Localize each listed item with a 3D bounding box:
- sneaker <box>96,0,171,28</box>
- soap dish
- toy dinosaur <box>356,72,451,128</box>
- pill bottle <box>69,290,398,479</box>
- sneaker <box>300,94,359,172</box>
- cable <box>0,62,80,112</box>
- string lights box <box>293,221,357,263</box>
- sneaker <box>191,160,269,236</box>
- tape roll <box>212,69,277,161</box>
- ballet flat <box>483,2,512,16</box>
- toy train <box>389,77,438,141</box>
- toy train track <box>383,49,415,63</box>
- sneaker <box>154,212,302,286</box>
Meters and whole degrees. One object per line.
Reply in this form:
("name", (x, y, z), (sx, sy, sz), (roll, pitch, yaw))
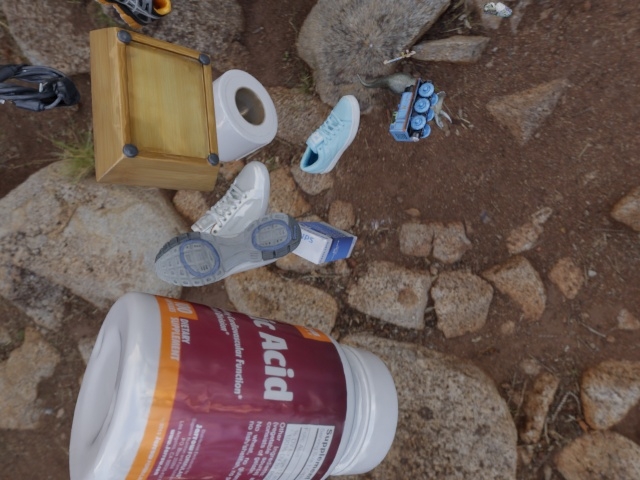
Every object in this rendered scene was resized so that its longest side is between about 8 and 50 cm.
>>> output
("sneaker", (-0.331, -0.438, 0.738), (0.083, 0.215, 0.084), (-10, 96, 6))
("soap dish", (-0.312, -0.249, 0.841), (0.118, 0.228, 0.291), (-14, 80, 47))
("toy dinosaur", (0.271, -0.473, 1.345), (0.313, 0.160, 0.121), (30, 99, -9))
("pill bottle", (-0.095, 0.216, 0.591), (0.392, 0.224, 0.224), (19, 118, -34))
("sneaker", (0.028, -0.404, 1.716), (0.135, 0.150, 0.366), (49, 133, 26))
("cable", (-0.442, -0.225, 0.635), (0.150, 0.184, 0.047), (-3, 120, -20))
("string lights box", (0.000, 0.000, 1.290), (0.133, 0.259, 0.077), (25, 102, 21))
("sneaker", (-0.213, -0.050, 0.983), (0.106, 0.123, 0.290), (37, 108, 36))
("tape roll", (-0.280, -0.398, 1.397), (0.169, 0.246, 0.246), (-18, 112, 37))
("ballet flat", (0.584, -0.771, 1.441), (0.041, 0.114, 0.041), (-15, 125, -22))
("toy train", (0.265, -0.369, 1.229), (0.105, 0.080, 0.184), (10, 81, 30))
("toy train track", (0.200, -0.471, 1.105), (0.083, 0.048, 0.014), (-19, 116, 2))
("sneaker", (-0.181, 0.033, 0.880), (0.296, 0.129, 0.111), (-11, 78, -5))
